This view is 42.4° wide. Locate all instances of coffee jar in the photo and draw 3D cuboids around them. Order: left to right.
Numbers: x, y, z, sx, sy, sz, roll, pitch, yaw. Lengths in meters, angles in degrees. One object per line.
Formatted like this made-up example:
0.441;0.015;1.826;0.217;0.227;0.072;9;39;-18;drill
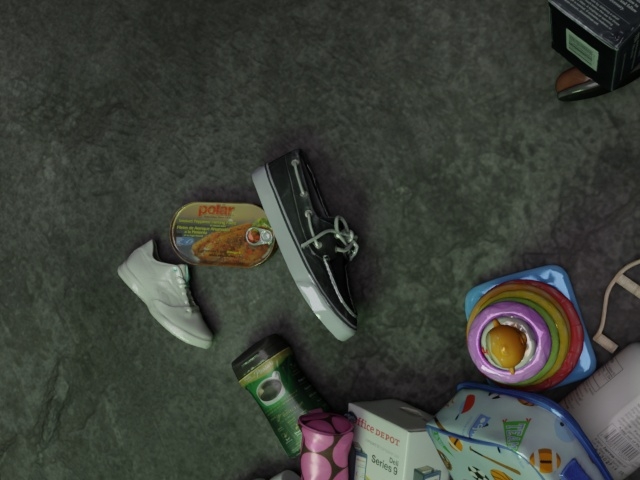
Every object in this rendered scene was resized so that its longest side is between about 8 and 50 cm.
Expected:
-0.058;0.244;1.311;0.096;0.079;0.184;-37;82;16;coffee jar

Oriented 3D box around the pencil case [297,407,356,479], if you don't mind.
0.001;0.358;1.218;0.098;0.095;0.209;22;109;62;pencil case

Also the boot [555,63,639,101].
0.384;-0.358;1.122;0.264;0.096;0.280;-32;82;18;boot

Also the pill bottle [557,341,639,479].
0.435;0.212;1.112;0.229;0.131;0.131;-45;79;16;pill bottle

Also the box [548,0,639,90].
0.389;-0.310;1.007;0.108;0.153;0.207;44;95;18;box

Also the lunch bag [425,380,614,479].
0.292;0.327;1.083;0.115;0.243;0.303;-44;108;-24;lunch bag

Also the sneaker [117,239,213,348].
-0.242;0.086;1.375;0.212;0.080;0.094;44;93;13;sneaker

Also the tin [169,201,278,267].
-0.157;-0.012;1.357;0.190;0.040;0.106;3;98;19;tin

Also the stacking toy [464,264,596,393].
0.255;0.131;1.079;0.166;0.302;0.175;-19;83;19;stacking toy

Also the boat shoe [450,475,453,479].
0.192;0.442;1.237;0.080;0.073;0.223;2;94;19;boat shoe

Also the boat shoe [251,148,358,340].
0.001;0.001;1.266;0.105;0.113;0.306;-29;68;12;boat shoe

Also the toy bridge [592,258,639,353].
0.442;0.067;1.159;0.063;0.026;0.188;37;103;15;toy bridge

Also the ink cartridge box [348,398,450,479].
0.108;0.356;1.219;0.154;0.093;0.212;12;97;57;ink cartridge box

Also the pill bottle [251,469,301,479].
-0.108;0.448;1.322;0.187;0.112;0.112;-34;82;17;pill bottle
